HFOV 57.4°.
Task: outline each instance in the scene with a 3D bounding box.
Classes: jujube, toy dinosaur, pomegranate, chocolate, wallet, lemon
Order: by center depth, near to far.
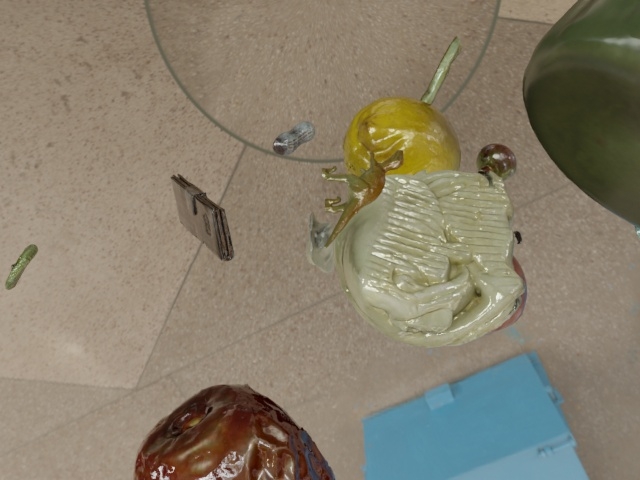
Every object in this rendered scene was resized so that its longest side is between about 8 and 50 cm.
[{"bbox_3d":[-0.073,0.260,0.554,0.183,0.183,0.243,-23,108,10],"label":"jujube"},{"bbox_3d":[0.064,-0.063,0.834,0.126,0.162,0.039,-9,144,9],"label":"toy dinosaur"},{"bbox_3d":[-0.250,-0.051,1.219,0.042,0.230,0.124,-20,123,-25],"label":"wallet"},{"bbox_3d":[0.196,-0.209,1.431,0.297,0.297,0.297,0,113,0],"label":"lemon"},{"bbox_3d":[0.542,-0.244,1.849,0.159,0.129,0.129,-10,117,-30],"label":"pomegranate"},{"bbox_3d":[-0.086,-0.326,1.869,0.167,0.072,0.072,-39,113,-26],"label":"chocolate"}]

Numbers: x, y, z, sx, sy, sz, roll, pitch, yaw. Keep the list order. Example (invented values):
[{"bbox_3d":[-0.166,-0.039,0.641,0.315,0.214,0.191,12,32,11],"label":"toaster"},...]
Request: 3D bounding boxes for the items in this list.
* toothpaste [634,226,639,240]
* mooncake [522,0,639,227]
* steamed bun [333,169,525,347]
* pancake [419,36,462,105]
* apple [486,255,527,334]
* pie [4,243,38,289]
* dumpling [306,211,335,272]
[{"bbox_3d":[0.642,-0.042,0.978,0.205,0.056,0.036,-19,109,34],"label":"toothpaste"},{"bbox_3d":[0.419,-0.159,0.683,0.351,0.351,0.187,43,84,-16],"label":"mooncake"},{"bbox_3d":[0.203,0.045,1.093,0.346,0.394,0.237,46,150,21],"label":"steamed bun"},{"bbox_3d":[0.327,-0.447,1.643,0.037,0.253,0.253,28,111,2],"label":"pancake"},{"bbox_3d":[0.397,0.115,1.445,0.218,0.218,0.201,-32,104,13],"label":"apple"},{"bbox_3d":[-0.468,0.041,0.908,0.021,0.084,0.084,33,110,-20],"label":"pie"},{"bbox_3d":[-0.001,0.001,1.643,0.092,0.150,0.176,7,77,12],"label":"dumpling"}]
